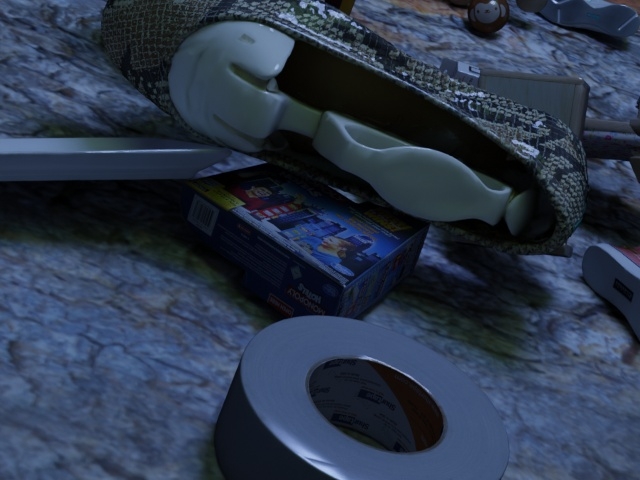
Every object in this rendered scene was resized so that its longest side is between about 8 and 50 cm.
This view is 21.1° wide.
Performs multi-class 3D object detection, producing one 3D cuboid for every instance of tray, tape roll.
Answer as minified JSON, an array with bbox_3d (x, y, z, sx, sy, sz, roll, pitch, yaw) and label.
[{"bbox_3d":[-0.227,-0.071,1.504,0.270,0.030,0.145,-2,7,-29],"label":"tray"},{"bbox_3d":[0.032,0.152,1.323,0.219,0.072,0.219,17,31,-10],"label":"tape roll"}]

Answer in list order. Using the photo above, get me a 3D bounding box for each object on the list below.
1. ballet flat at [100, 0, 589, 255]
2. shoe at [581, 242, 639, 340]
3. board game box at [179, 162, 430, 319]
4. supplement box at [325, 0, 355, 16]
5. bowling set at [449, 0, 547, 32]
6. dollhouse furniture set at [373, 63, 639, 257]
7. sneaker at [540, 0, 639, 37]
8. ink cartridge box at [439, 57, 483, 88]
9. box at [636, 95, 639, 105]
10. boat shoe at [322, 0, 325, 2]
[{"bbox_3d":[0.018,-0.111,1.542,0.482,0.164,0.182,22,25,-2],"label":"ballet flat"},{"bbox_3d":[0.338,0.057,1.686,0.081,0.063,0.178,-4,34,-29],"label":"shoe"},{"bbox_3d":[0.000,0.000,1.558,0.194,0.060,0.194,34,28,29],"label":"board game box"},{"bbox_3d":[-0.076,-0.269,1.818,0.194,0.191,0.129,-6,40,-39],"label":"supplement box"},{"bbox_3d":[0.242,-0.375,2.205,0.287,0.154,0.200,3,41,-1],"label":"bowling set"},{"bbox_3d":[0.229,-0.062,1.827,0.303,0.174,0.355,8,-4,18],"label":"dollhouse furniture set"},{"bbox_3d":[0.355,-0.308,2.321,0.152,0.054,0.061,20,6,4],"label":"sneaker"},{"bbox_3d":[0.172,-0.173,1.970,0.083,0.048,0.028,18,30,-5],"label":"ink cartridge box"},{"bbox_3d":[0.550,-0.220,2.200,0.165,0.143,0.270,34,32,20],"label":"box"},{"bbox_3d":[-0.045,-0.224,1.710,0.109,0.098,0.302,-5,-26,28],"label":"boat shoe"}]
